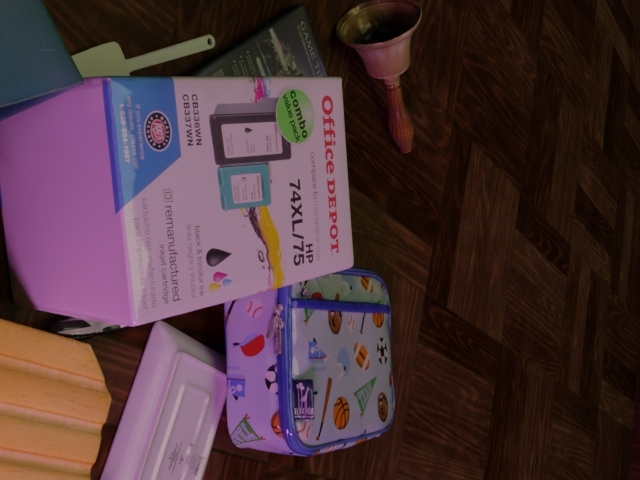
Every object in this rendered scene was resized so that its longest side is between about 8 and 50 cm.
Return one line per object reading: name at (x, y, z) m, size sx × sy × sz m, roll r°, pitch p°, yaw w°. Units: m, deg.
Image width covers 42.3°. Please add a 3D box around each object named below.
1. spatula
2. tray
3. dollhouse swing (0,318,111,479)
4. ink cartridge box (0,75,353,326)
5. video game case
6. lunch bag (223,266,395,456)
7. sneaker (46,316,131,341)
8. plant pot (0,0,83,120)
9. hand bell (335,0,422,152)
spatula at (-0.174, -0.143, 0.911) m, size 0.242 × 0.019 × 0.168 m, roll -35°, pitch 116°, yaw -49°
tray at (-0.165, 0.237, 0.901) m, size 0.145 × 0.030 × 0.270 m, roll 41°, pitch 57°, yaw -47°
dollhouse swing at (-0.264, 0.180, 0.562) m, size 0.305 × 0.315 × 0.346 m, roll 22°, pitch 70°, yaw -30°
ink cartridge box at (-0.131, -0.051, 0.784) m, size 0.270 × 0.197 × 0.198 m, roll -13°, pitch 102°, yaw -47°
video game case at (-0.062, -0.165, 1.052) m, size 0.274 × 0.026 × 0.196 m, roll -50°, pitch 128°, yaw -47°
lunch bag at (-0.006, 0.136, 1.035) m, size 0.303 × 0.115 × 0.243 m, roll 14°, pitch 74°, yaw -61°
sneaker at (-0.227, 0.075, 0.820) m, size 0.109 × 0.040 × 0.043 m, roll -11°, pitch 81°, yaw -58°
plant pot at (-0.321, -0.184, 0.590) m, size 0.166 × 0.166 × 0.234 m, roll -33°, pitch 108°, yaw -50°
hand bell at (0.113, -0.232, 1.263) m, size 0.126 × 0.126 × 0.242 m, roll -61°, pitch 146°, yaw -36°
